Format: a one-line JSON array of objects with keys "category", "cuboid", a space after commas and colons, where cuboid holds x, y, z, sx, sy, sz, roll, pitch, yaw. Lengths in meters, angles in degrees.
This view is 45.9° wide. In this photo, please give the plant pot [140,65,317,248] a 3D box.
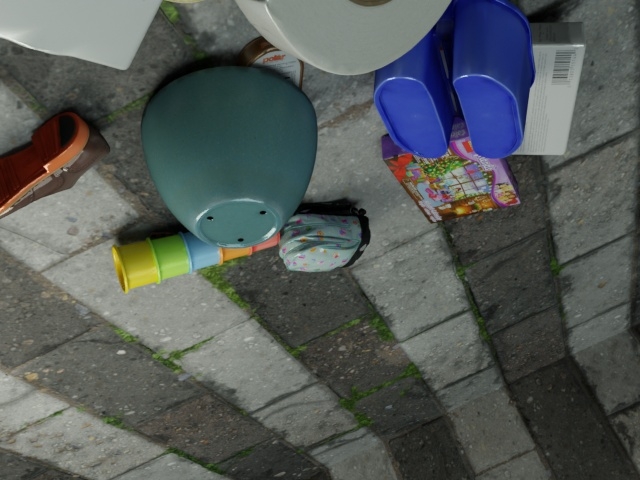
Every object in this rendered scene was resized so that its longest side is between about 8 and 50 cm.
[{"category": "plant pot", "cuboid": [-0.138, -0.104, 1.204, 0.290, 0.195, 0.290, -6, 147, -4]}]

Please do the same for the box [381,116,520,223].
[{"category": "box", "cuboid": [0.267, -0.137, 1.510, 0.201, 0.057, 0.293, -14, 151, 22]}]

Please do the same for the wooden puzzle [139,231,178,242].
[{"category": "wooden puzzle", "cuboid": [-0.311, 0.001, 1.467, 0.083, 0.006, 0.049, -1, 140, -33]}]

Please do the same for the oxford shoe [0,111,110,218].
[{"category": "oxford shoe", "cuboid": [-0.451, -0.088, 1.187, 0.271, 0.097, 0.098, -31, 152, 12]}]

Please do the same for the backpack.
[{"category": "backpack", "cuboid": [0.000, 0.000, 1.551, 0.182, 0.115, 0.152, 4, 141, -30]}]

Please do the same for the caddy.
[{"category": "caddy", "cuboid": [0.216, -0.269, 1.215, 0.241, 0.179, 0.341, 4, 161, 20]}]

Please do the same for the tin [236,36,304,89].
[{"category": "tin", "cuboid": [-0.081, -0.248, 1.229, 0.106, 0.040, 0.189, -16, 146, -17]}]

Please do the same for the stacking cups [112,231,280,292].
[{"category": "stacking cups", "cuboid": [-0.237, 0.014, 1.462, 0.316, 0.096, 0.096, -16, 147, -24]}]

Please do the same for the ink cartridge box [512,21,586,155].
[{"category": "ink cartridge box", "cuboid": [0.340, -0.273, 1.413, 0.261, 0.066, 0.296, 1, 148, 10]}]

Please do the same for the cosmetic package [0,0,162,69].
[{"category": "cosmetic package", "cuboid": [-0.232, -0.420, 0.785, 0.230, 0.161, 0.453, 8, 135, -39]}]

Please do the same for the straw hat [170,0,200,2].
[{"category": "straw hat", "cuboid": [-0.170, -0.355, 1.004, 0.144, 0.061, 0.144, -15, 145, -11]}]

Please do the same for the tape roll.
[{"category": "tape roll", "cuboid": [0.055, -0.397, 0.915, 0.392, 0.072, 0.392, -28, 135, -33]}]
